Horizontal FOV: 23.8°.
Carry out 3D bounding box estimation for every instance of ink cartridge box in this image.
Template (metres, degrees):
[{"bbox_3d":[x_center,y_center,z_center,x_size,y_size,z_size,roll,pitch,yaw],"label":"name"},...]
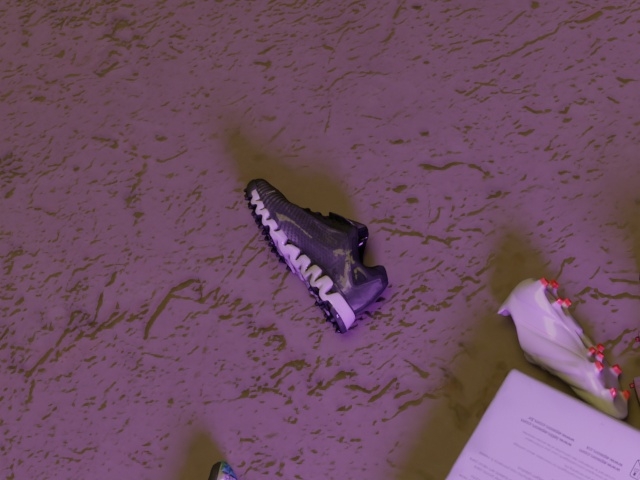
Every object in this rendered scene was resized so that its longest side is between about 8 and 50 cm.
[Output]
[{"bbox_3d":[0.257,0.341,1.548,0.324,0.071,0.330,26,77,27],"label":"ink cartridge box"}]

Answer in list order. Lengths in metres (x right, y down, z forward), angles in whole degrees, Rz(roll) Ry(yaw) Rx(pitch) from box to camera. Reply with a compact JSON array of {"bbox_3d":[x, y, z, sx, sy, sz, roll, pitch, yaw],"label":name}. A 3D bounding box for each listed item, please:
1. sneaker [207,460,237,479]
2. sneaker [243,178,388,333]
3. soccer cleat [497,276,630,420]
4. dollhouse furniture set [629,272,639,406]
[{"bbox_3d":[-0.134,0.323,1.680,0.076,0.065,0.166,-2,58,20],"label":"sneaker"},{"bbox_3d":[0.000,0.000,1.822,0.106,0.078,0.234,-34,61,-8],"label":"sneaker"},{"bbox_3d":[0.270,0.128,1.679,0.076,0.068,0.196,-43,60,21],"label":"soccer cleat"},{"bbox_3d":[0.383,0.085,1.617,0.129,0.129,0.183,-16,59,-1],"label":"dollhouse furniture set"}]
